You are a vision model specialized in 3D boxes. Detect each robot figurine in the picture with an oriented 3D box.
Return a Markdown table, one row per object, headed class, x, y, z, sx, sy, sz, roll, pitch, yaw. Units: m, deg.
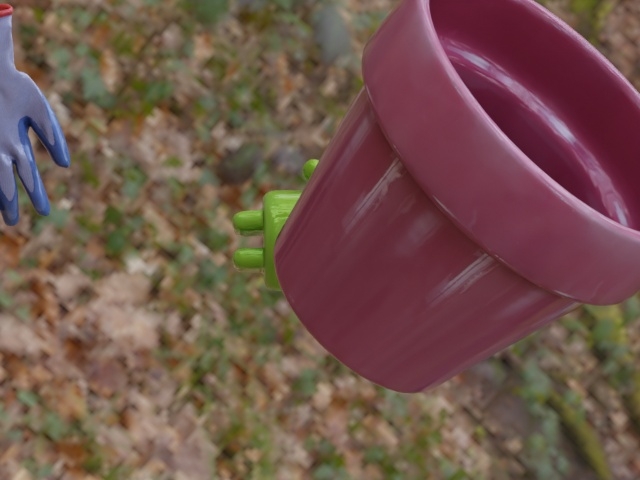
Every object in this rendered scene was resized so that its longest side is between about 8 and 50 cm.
| class | x | y | z | sx | sy | sz | roll | pitch | yaw |
| --- | --- | --- | --- | --- | --- | --- | --- | --- | --- |
| robot figurine | 0.000 | 0.000 | 1.086 | 0.115 | 0.101 | 0.067 | 0 | -9 | -2 |

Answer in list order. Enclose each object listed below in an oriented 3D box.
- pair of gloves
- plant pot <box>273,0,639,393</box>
| class | x | y | z | sx | sy | sz | roll | pitch | yaw |
| --- | --- | --- | --- | --- | --- | --- | --- | --- | --- |
| pair of gloves | -0.278 | -0.079 | 1.158 | 0.023 | 0.198 | 0.159 | -78 | 159 | -74 |
| plant pot | 0.076 | -0.019 | 0.918 | 0.201 | 0.180 | 0.201 | 31 | 32 | -22 |
